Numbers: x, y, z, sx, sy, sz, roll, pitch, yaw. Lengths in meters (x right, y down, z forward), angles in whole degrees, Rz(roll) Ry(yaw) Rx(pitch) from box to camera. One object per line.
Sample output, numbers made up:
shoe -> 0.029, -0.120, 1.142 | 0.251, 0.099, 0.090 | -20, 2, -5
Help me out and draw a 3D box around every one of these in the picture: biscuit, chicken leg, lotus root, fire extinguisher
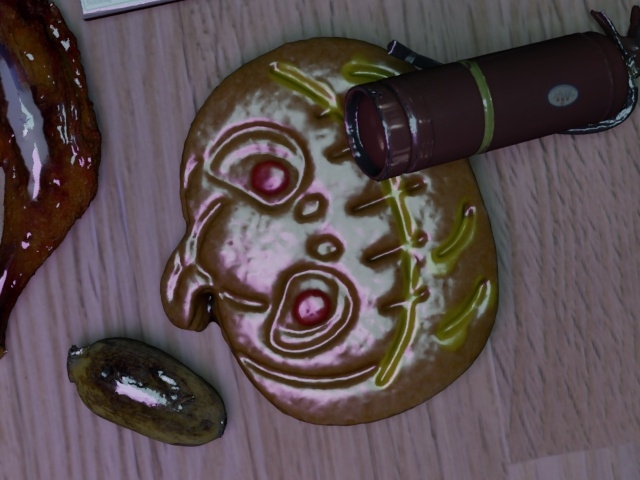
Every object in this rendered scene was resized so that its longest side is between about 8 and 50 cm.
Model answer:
biscuit -> 0.000, 0.001, 1.670 | 0.350, 0.070, 0.394 | -25, 92, 0
chicken leg -> -0.305, -0.070, 1.656 | 0.158, 0.096, 0.407 | 3, 94, 4
lotus root -> -0.177, 0.153, 1.666 | 0.179, 0.080, 0.089 | 24, 93, -1
fire extinguisher -> 0.189, -0.156, 1.628 | 0.341, 0.105, 0.141 | -16, 90, -22

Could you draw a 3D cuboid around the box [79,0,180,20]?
box -> -0.170, -0.299, 1.677 | 0.177, 0.036, 0.115 | -13, 91, 0
